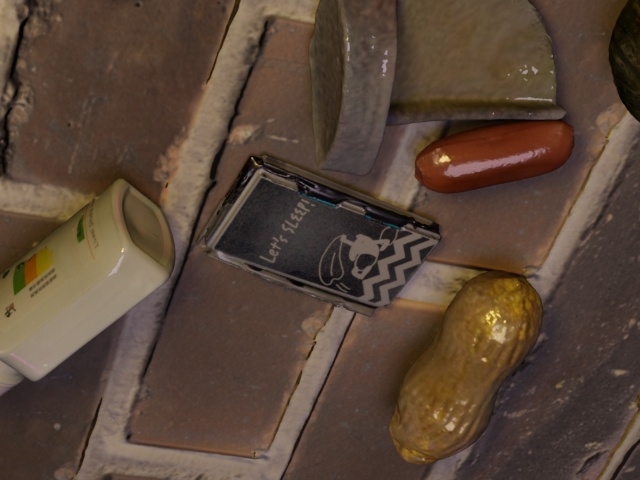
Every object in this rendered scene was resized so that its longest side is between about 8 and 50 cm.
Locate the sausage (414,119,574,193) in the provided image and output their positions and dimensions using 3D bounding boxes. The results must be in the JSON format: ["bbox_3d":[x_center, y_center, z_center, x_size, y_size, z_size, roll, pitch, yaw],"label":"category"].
[{"bbox_3d":[0.206,-0.101,1.772,0.194,0.077,0.077,-13,129,-1],"label":"sausage"}]

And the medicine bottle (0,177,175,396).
[{"bbox_3d":[-0.309,0.065,1.749,0.296,0.161,0.111,-37,124,20],"label":"medicine bottle"}]

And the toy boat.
[{"bbox_3d":[0.113,-0.214,1.657,0.293,0.111,0.276,-22,129,-10],"label":"toy boat"}]

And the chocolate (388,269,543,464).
[{"bbox_3d":[0.190,0.168,1.949,0.134,0.134,0.309,16,121,-22],"label":"chocolate"}]

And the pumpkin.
[{"bbox_3d":[0.433,-0.209,1.676,0.223,0.157,0.224,-12,139,-10],"label":"pumpkin"}]

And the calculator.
[{"bbox_3d":[0.000,0.000,1.843,0.274,0.028,0.166,21,125,-23],"label":"calculator"}]
